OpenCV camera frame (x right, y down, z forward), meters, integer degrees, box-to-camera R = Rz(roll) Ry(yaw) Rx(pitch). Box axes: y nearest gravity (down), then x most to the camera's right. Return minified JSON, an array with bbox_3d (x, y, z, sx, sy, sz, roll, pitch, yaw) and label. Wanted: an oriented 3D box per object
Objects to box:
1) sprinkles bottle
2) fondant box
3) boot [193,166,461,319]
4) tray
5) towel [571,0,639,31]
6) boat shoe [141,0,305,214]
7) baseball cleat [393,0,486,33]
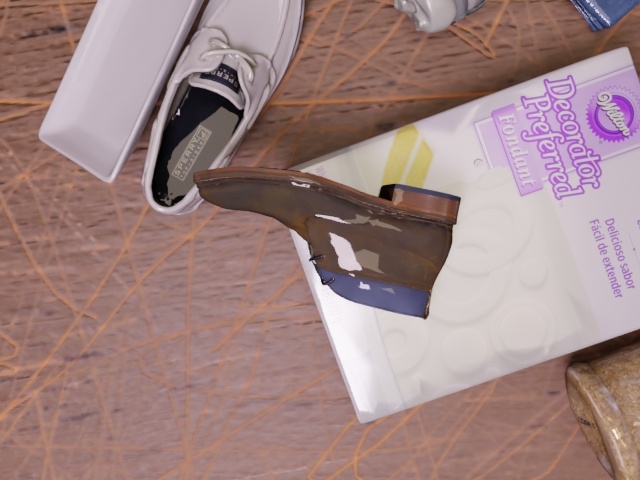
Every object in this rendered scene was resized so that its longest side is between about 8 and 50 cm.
[{"bbox_3d":[0.410,0.103,0.677,0.355,0.121,0.121,-23,93,3],"label":"sprinkles bottle"},{"bbox_3d":[0.149,-0.005,0.691,0.330,0.096,0.238,-20,92,2],"label":"fondant box"},{"bbox_3d":[0.000,0.000,0.610,0.219,0.082,0.106,8,91,0],"label":"boot"},{"bbox_3d":[-0.166,-0.193,0.695,0.145,0.030,0.270,29,95,40],"label":"tray"},{"bbox_3d":[0.253,-0.261,0.705,0.067,0.029,0.119,-39,91,4],"label":"towel"},{"bbox_3d":[-0.092,-0.145,0.685,0.096,0.088,0.267,30,95,-11],"label":"boat shoe"},{"bbox_3d":[0.084,-0.297,0.698,0.109,0.072,0.206,-30,97,-11],"label":"baseball cleat"}]
